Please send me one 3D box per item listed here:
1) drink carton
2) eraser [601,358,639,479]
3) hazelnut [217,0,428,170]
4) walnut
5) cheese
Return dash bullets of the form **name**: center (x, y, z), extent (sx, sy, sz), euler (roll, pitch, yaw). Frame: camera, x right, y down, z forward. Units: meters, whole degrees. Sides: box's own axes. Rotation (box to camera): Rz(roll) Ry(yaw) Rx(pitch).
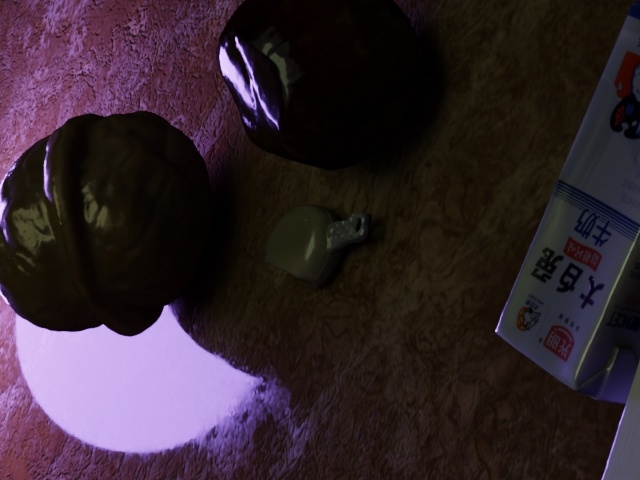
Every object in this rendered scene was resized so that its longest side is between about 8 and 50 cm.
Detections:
- **drink carton**: center (0.272, -0.027, 1.366), extent (0.130, 0.107, 0.315), euler (38, 110, 58)
- **eraser**: center (0.287, 0.152, 1.287), extent (0.078, 0.076, 0.298), euler (20, 93, 59)
- **hazelnut**: center (0.006, -0.182, 1.777), extent (0.234, 0.218, 0.218), euler (53, 123, 30)
- **walnut**: center (-0.278, -0.016, 2.056), extent (0.296, 0.285, 0.285), euler (-16, 57, 12)
- **cheese**: center (-0.002, 0.007, 1.818), extent (0.171, 0.048, 0.092), euler (10, 86, 57)
